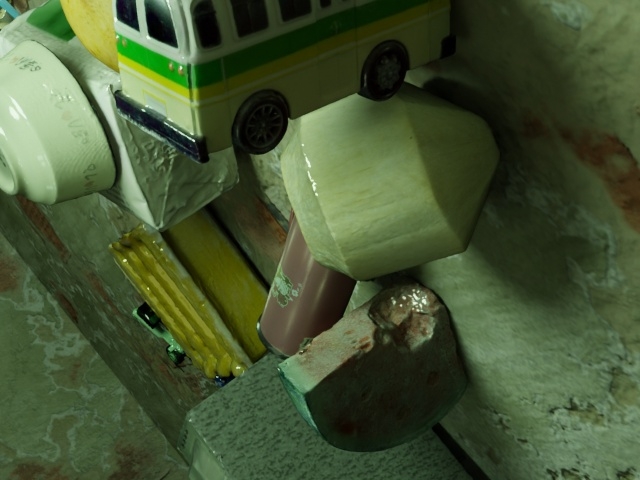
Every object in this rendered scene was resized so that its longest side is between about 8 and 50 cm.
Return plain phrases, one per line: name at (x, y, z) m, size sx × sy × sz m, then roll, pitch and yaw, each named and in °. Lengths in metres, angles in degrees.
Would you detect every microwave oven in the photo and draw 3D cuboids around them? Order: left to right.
microwave oven at (0.012, 0.397, 1.568) m, size 0.432 × 0.374 × 0.236 m, roll 50°, pitch 157°, yaw 13°

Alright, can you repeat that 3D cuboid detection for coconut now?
coconut at (0.078, -0.067, 1.003) m, size 0.202 × 0.222 × 0.202 m, roll -18°, pitch -90°, yaw -79°

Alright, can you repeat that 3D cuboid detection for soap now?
soap at (-0.231, 0.091, 1.802) m, size 0.335 × 0.156 × 0.293 m, roll 53°, pitch 159°, yaw -5°

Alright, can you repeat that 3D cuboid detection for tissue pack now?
tissue pack at (-0.310, -0.207, 1.462) m, size 0.357 × 0.194 × 0.266 m, roll 29°, pitch 144°, yaw 41°

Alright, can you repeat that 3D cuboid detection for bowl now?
bowl at (-0.400, -0.146, 1.328) m, size 0.238 × 0.126 × 0.237 m, roll 38°, pitch 146°, yaw 31°

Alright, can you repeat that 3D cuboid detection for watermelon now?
watermelon at (0.063, 0.154, 1.309) m, size 0.148 × 0.319 × 0.226 m, roll 33°, pitch 110°, yaw 43°

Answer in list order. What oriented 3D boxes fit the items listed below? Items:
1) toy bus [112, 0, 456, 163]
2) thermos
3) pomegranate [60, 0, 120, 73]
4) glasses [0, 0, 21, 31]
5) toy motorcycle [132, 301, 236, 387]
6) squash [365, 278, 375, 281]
toy bus at (-0.028, -0.208, 0.858) m, size 0.143 × 0.306 × 0.179 m, roll 32°, pitch 137°, yaw 42°
thermos at (0.008, 0.004, 1.270) m, size 0.110 × 0.136 × 0.330 m, roll 15°, pitch 129°, yaw -6°
pomegranate at (-0.149, -0.279, 1.014) m, size 0.264 × 0.264 × 0.264 m, roll 39°, pitch 153°, yaw 24°
glasses at (-0.534, -0.373, 1.810) m, size 0.221 × 0.088 × 0.189 m, roll 24°, pitch 149°, yaw 9°
toy motorcycle at (-0.250, 0.221, 2.072) m, size 0.331 × 0.125 × 0.196 m, roll 45°, pitch 154°, yaw 5°
squash at (0.020, -0.017, 1.340) m, size 0.183 × 0.052 × 0.052 m, roll 52°, pitch 156°, yaw -7°
